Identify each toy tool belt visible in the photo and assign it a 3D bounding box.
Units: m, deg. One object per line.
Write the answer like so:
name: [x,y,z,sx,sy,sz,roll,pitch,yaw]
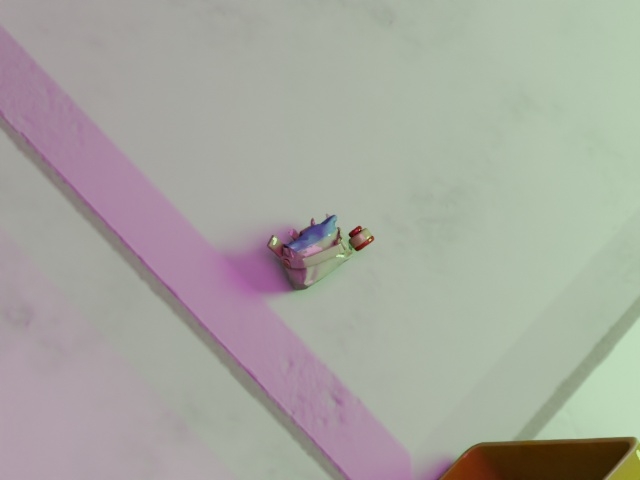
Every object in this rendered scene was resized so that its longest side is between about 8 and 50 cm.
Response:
toy tool belt: [0.000,0.000,0.985,0.083,0.052,0.051,-35,92,-26]

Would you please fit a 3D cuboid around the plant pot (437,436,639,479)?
plant pot: [0.150,0.279,0.852,0.212,0.212,0.187,-41,99,-25]
